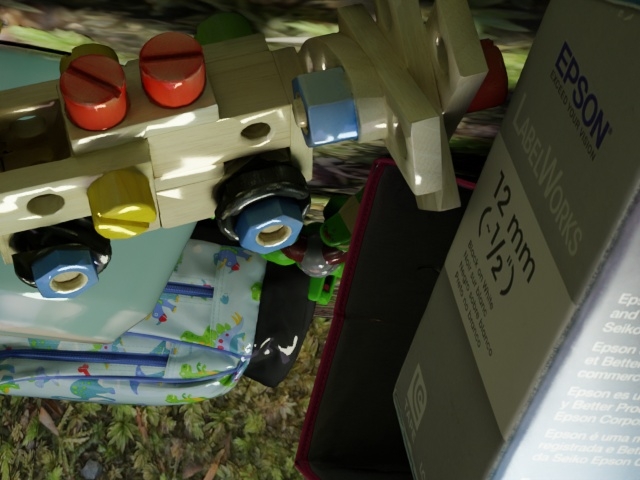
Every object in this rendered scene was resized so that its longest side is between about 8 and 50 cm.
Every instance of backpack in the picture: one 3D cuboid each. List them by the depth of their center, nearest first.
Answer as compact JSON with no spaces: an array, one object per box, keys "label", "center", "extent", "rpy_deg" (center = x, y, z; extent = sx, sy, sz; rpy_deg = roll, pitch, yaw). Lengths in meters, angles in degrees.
[{"label":"backpack","center":[-0.202,0.066,1.376],"extent":[0.355,0.273,0.290],"rpy_deg":[19,179,-6]}]

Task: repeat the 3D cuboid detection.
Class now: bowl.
[{"label":"bowl","center":[-0.218,-0.019,0.880],"extent":[0.311,0.163,0.311],"rpy_deg":[6,174,1]}]

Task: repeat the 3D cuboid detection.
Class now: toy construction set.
[{"label":"toy construction set","center":[-0.089,-0.060,0.568],"extent":[0.327,0.151,0.215],"rpy_deg":[-1,148,-1]}]

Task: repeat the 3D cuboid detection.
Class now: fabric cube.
[{"label":"fabric cube","center":[0.174,0.103,0.942],"extent":[0.258,0.259,0.254],"rpy_deg":[10,-171,-30]}]

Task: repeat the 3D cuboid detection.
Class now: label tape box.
[{"label":"label tape box","center":[0.197,-0.009,0.503],"extent":[0.249,0.115,0.348],"rpy_deg":[3,131,-16]}]

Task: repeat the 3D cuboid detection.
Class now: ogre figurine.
[{"label":"ogre figurine","center":[0.000,0.000,1.138],"extent":[0.197,0.097,0.118],"rpy_deg":[-6,160,8]}]
